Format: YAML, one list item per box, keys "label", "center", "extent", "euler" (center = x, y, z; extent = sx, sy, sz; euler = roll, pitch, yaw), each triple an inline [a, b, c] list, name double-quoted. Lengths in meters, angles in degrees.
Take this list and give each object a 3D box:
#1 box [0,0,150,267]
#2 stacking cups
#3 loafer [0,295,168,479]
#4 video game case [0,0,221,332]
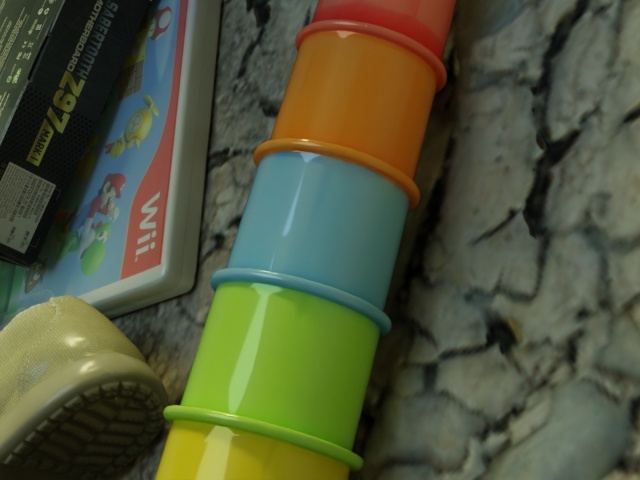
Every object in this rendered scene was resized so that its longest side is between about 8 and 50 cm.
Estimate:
- label: "box"
  center: [-0.202, -0.109, 0.820]
  extent: [0.183, 0.059, 0.232]
  euler: [12, 76, 49]
- label: "stacking cups"
  center: [0.000, 0.000, 0.570]
  extent: [0.096, 0.096, 0.316]
  euler: [2, 71, 46]
- label: "loafer"
  center: [-0.195, 0.128, 0.709]
  extent: [0.268, 0.102, 0.092]
  euler: [-36, 46, 15]
- label: "video game case"
  center: [-0.176, -0.031, 0.820]
  extent: [0.285, 0.025, 0.204]
  euler: [-19, 57, 39]
